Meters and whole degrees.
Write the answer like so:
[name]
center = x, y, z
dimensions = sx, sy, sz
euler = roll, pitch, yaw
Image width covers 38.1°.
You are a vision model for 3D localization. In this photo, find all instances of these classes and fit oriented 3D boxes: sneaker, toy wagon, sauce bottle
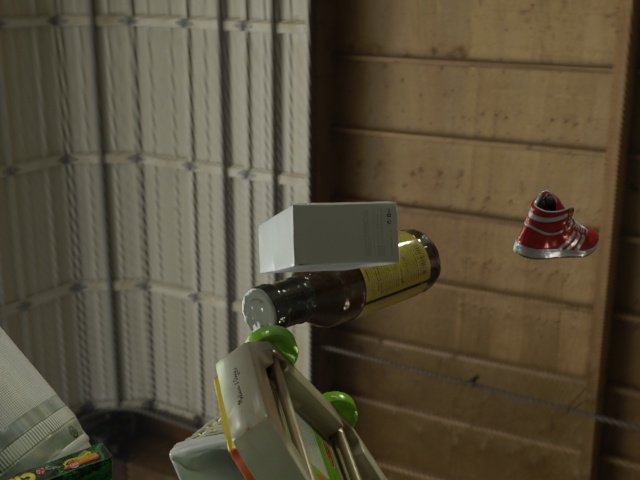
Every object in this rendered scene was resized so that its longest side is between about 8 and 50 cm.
[sneaker]
center = 0.257, -0.018, 0.970
dimensions = 0.042, 0.118, 0.067
euler = 41, -53, 44
[toy wagon]
center = 0.025, 0.242, 0.900
dimensions = 0.068, 0.267, 0.344
euler = -35, -58, 7
[sauce bottle]
center = 0.035, 0.062, 1.350
dimensions = 0.111, 0.344, 0.111
euler = 12, -72, 41

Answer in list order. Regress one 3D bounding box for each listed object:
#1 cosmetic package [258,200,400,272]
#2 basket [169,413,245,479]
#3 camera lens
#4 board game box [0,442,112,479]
[cosmetic package]
center = 0.000, 0.000, 0.929
dimensions = 0.239, 0.098, 0.060
euler = 163, -77, -78
[basket]
center = -0.074, 0.278, 1.059
dimensions = 0.113, 0.103, 0.167
euler = -18, -80, 30
[camera lens]
center = -0.449, 0.246, 1.197
dimensions = 0.274, 0.219, 0.219
euler = 49, -56, 1
[board game box]
center = -0.315, 0.288, 0.855
dimensions = 0.030, 0.259, 0.136
euler = 32, -53, 45
